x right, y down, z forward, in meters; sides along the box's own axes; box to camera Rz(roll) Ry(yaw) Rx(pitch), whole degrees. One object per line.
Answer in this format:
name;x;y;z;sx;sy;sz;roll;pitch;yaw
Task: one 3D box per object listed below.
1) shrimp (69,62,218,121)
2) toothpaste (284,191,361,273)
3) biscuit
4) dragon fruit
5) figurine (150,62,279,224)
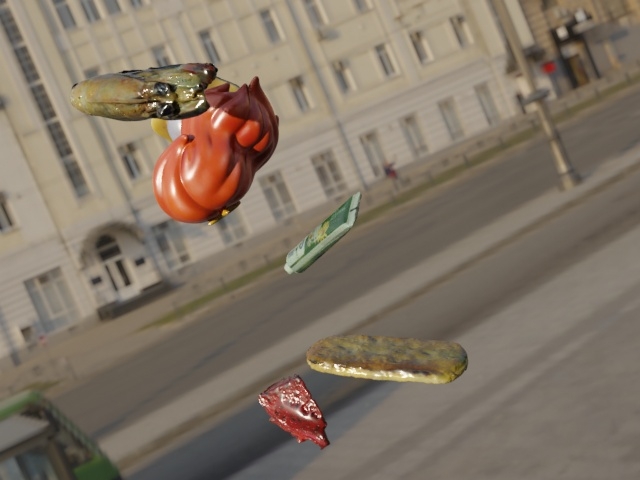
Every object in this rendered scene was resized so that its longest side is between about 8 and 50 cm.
shrimp;-0.198;-0.186;1.384;0.253;0.058;0.173;6;25;41
toothpaste;0.000;0.000;1.423;0.204;0.032;0.049;-43;29;56
biscuit;0.100;0.179;1.736;0.247;0.029;0.118;3;20;16
dragon fruit;-0.042;0.283;1.830;0.063;0.131;0.097;-28;-8;-22
figurine;-0.163;-0.154;1.724;0.208;0.180;0.257;-16;35;-5
